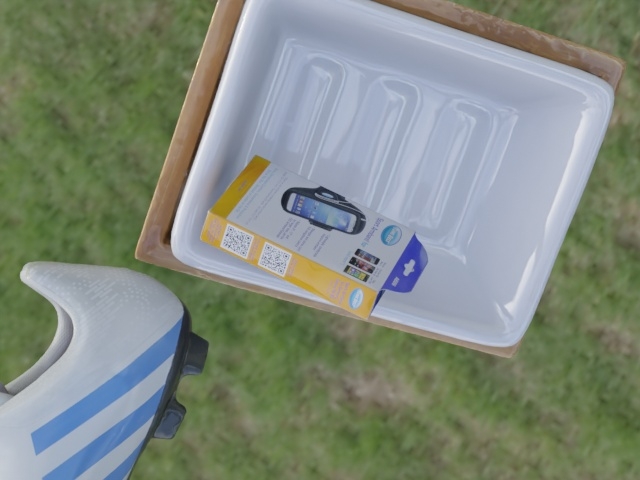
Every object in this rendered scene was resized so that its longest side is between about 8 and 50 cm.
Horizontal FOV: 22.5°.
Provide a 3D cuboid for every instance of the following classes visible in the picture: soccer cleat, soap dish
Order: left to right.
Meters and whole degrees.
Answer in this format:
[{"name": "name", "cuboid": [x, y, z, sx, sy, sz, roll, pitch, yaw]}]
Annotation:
[{"name": "soccer cleat", "cuboid": [-0.190, 0.170, 1.041, 0.143, 0.331, 0.116, 22, 170, -20]}, {"name": "soap dish", "cuboid": [0.039, -0.063, 1.121, 0.290, 0.118, 0.229, 15, 103, -17]}]

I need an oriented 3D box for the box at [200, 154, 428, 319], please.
[{"name": "box", "cuboid": [0.000, 0.000, 1.038, 0.136, 0.081, 0.028, 27, 126, 6]}]
